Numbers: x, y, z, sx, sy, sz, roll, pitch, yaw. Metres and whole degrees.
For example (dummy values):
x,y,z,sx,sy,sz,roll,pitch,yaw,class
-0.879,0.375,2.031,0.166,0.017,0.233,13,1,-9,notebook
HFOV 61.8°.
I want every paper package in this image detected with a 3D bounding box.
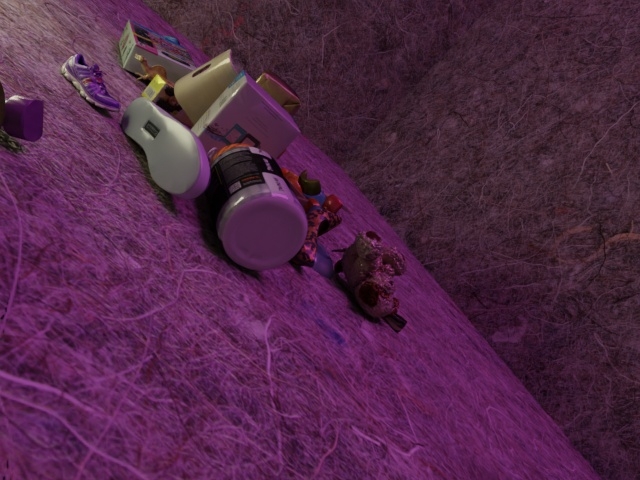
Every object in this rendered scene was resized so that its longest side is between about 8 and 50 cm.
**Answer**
x,y,z,sx,sy,sz,roll,pitch,yaw,class
-0.222,-0.429,1.864,0.168,0.309,0.325,41,11,-15,paper package

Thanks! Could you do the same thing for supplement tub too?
x,y,z,sx,sy,sz,roll,pitch,yaw,class
-0.159,-0.092,1.221,0.193,0.193,0.316,35,15,-36,supplement tub

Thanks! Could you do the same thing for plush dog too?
x,y,z,sx,sy,sz,roll,pitch,yaw,class
0.149,0.126,1.614,0.262,0.210,0.226,33,35,-52,plush dog

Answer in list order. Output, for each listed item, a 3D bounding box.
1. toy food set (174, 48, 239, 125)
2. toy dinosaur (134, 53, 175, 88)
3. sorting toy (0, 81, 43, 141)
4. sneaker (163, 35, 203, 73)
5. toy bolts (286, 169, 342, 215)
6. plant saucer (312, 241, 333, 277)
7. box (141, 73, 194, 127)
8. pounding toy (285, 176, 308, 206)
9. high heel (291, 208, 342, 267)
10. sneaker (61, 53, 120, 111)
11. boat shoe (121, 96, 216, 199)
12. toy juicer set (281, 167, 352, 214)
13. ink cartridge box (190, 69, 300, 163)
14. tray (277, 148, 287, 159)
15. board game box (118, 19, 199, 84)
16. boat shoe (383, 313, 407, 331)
x,y,z,sx,sy,sz,roll,pitch,yaw,class
-0.271,-0.391,1.618,0.306,0.219,0.092,56,29,-27,toy food set
-0.513,-0.504,1.680,0.183,0.092,0.053,31,18,-45,toy dinosaur
-0.512,-0.182,0.675,0.126,0.127,0.365,15,8,4,sorting toy
-0.568,-0.709,2.148,0.295,0.123,0.179,33,26,-39,sneaker
-0.050,-0.099,1.864,0.228,0.158,0.218,41,-32,36,toy bolts
-0.020,0.033,1.630,0.195,0.037,0.195,43,12,-11,plant saucer
-0.443,-0.427,1.680,0.058,0.087,0.232,47,13,25,box
-0.163,-0.172,1.705,0.206,0.094,0.181,47,12,13,pounding toy
0.000,0.000,1.522,0.261,0.093,0.186,-12,45,-38,high heel
-0.524,-0.365,1.237,0.170,0.071,0.068,45,12,2,sneaker
-0.320,-0.189,1.219,0.367,0.136,0.156,41,5,38,boat shoe
-0.047,-0.185,2.180,0.328,0.090,0.209,28,6,-28,toy juicer set
-0.226,-0.286,1.468,0.197,0.270,0.198,40,13,-25,ink cartridge box
-0.341,-0.558,2.472,0.410,0.076,0.203,38,14,-31,tray
-0.558,-0.628,1.833,0.223,0.098,0.303,18,24,-34,board game box
0.214,0.224,1.715,0.152,0.049,0.056,44,13,2,boat shoe
